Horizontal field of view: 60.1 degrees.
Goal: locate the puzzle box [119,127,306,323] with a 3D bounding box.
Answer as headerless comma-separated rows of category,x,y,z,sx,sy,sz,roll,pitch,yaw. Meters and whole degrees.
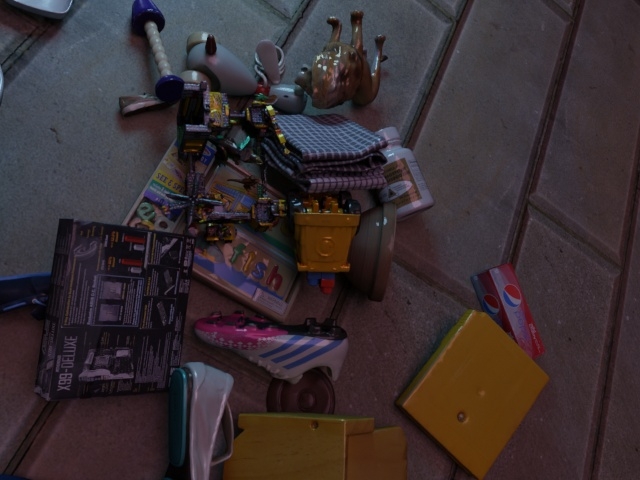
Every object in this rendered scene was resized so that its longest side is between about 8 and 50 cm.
puzzle box,-0.199,-0.027,1.230,0.408,0.052,0.272,32,64,-19

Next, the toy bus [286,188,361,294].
toy bus,0.000,0.000,1.214,0.149,0.220,0.212,0,108,-7

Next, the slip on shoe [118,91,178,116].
slip on shoe,-0.387,-0.317,1.250,0.135,0.051,0.041,-22,91,-23

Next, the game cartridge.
game cartridge,0.383,0.373,1.375,0.285,0.052,0.324,45,72,-7

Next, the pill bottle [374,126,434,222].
pill bottle,0.196,-0.172,1.450,0.131,0.131,0.229,-18,82,-30

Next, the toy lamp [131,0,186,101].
toy lamp,-0.374,-0.441,1.258,0.080,0.080,0.275,-7,63,-28

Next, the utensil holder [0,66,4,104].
utensil holder,-0.660,-0.108,0.796,0.327,0.385,0.328,20,40,-18

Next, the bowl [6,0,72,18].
bowl,-0.613,-0.552,1.208,0.141,0.053,0.142,11,68,-23

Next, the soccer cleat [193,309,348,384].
soccer cleat,-0.103,0.234,1.166,0.331,0.116,0.143,6,98,-8

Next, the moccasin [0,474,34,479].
moccasin,-0.419,0.493,0.922,0.341,0.138,0.117,17,89,6

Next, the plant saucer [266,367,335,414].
plant saucer,-0.036,0.354,1.223,0.168,0.029,0.169,8,71,-25

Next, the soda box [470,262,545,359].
soda box,0.513,0.201,1.518,0.092,0.083,0.263,-15,81,-30

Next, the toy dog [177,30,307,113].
toy dog,-0.177,-0.408,1.319,0.333,0.161,0.220,-10,79,-29

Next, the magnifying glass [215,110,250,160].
magnifying glass,-0.219,-0.204,1.315,0.092,0.026,0.231,16,66,-22

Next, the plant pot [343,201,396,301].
plant pot,0.107,0.020,1.306,0.109,0.237,0.238,9,68,1

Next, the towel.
towel,-0.002,-0.216,1.289,0.234,0.283,0.121,-7,120,-30

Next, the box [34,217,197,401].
box,-0.365,0.127,1.013,0.242,0.076,0.308,9,86,-45

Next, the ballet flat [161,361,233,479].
ballet flat,-0.226,0.429,1.017,0.139,0.139,0.401,10,82,-24

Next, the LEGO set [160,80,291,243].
LEGO set,-0.178,-0.170,1.116,0.254,0.192,0.332,7,76,-18

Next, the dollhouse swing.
dollhouse swing,0.002,0.536,1.147,0.315,0.305,0.347,-2,77,17

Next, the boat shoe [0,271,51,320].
boat shoe,-0.522,0.108,1.029,0.258,0.109,0.089,-6,83,-11

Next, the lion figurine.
lion figurine,0.088,-0.430,1.436,0.392,0.142,0.240,2,90,-58
